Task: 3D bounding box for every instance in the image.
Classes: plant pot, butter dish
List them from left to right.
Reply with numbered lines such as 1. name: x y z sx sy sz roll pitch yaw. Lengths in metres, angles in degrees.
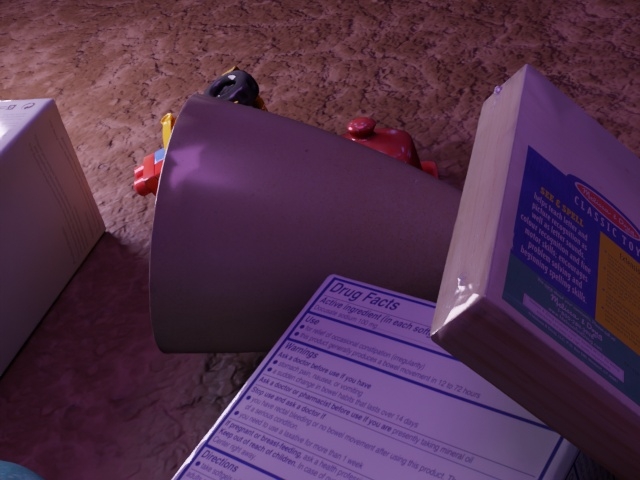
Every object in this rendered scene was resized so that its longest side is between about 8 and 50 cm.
1. plant pot: 0.000 0.000 0.927 0.273 0.257 0.256 7 38 3
2. butter dish: 0.059 -0.093 1.159 0.159 0.118 0.160 -8 28 11

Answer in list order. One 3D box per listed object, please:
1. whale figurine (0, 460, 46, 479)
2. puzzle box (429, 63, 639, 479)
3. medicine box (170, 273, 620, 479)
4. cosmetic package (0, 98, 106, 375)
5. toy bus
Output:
1. whale figurine: -0.335 0.282 0.772 0.272 0.141 0.216 -25 37 -14
2. puzzle box: 0.262 0.078 0.667 0.052 0.409 0.272 -42 16 39
3. medicine box: 0.057 0.196 0.712 0.263 0.149 0.289 15 52 35
4. cosmetic package: -0.426 0.018 1.113 0.156 0.217 0.385 1 36 20
5. toy bus: -0.143 -0.096 1.240 0.211 0.149 0.220 -27 37 6
